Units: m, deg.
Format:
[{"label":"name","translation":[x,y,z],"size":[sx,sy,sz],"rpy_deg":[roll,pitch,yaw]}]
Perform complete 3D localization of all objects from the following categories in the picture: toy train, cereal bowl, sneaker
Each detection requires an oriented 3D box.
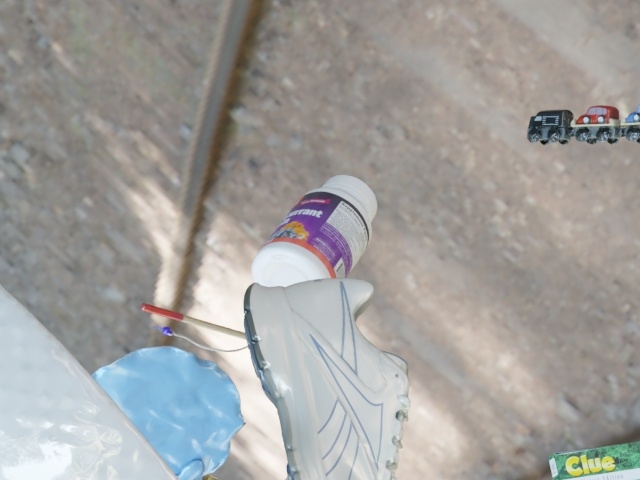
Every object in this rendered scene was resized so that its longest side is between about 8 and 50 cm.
[{"label":"toy train","translation":[0.258,-0.107,1.301],"size":[0.158,0.036,0.027],"rpy_deg":[3,179,44]},{"label":"cereal bowl","translation":[-0.193,0.173,0.914],"size":[0.339,0.141,0.339],"rpy_deg":[42,160,19]},{"label":"sneaker","translation":[0.025,0.159,1.195],"size":[0.111,0.129,0.297],"rpy_deg":[93,161,-72]}]

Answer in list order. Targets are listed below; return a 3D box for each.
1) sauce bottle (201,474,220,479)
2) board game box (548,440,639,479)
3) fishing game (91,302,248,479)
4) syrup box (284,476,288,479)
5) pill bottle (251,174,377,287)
[{"label":"sauce bottle","translation":[-0.136,0.286,1.622],"size":[0.128,0.042,0.042],"rpy_deg":[29,162,-8]},{"label":"board game box","translation":[0.407,0.299,1.664],"size":[0.030,0.259,0.136],"rpy_deg":[112,150,-70]},{"label":"fishing game","translation":[-0.171,0.186,1.488],"size":[0.189,0.264,0.041],"rpy_deg":[18,-160,-24]},{"label":"syrup box","translation":[-0.008,0.345,1.371],"size":[0.096,0.093,0.237],"rpy_deg":[19,132,23]},{"label":"pill bottle","translation":[0.000,0.000,1.798],"size":[0.108,0.193,0.108],"rpy_deg":[15,130,19]}]
